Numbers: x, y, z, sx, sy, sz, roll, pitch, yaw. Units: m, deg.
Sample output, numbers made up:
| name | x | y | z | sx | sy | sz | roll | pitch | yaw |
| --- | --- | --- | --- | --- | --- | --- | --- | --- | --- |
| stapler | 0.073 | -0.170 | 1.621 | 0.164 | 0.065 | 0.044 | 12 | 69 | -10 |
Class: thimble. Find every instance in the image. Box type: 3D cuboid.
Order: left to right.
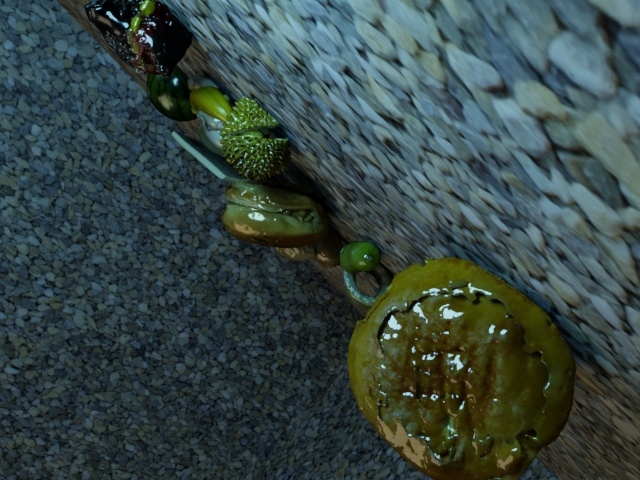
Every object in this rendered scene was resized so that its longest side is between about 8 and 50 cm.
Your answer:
| name | x | y | z | sx | sy | sz | roll | pitch | yaw |
| --- | --- | --- | --- | --- | --- | --- | --- | --- | --- |
| thimble | 0.134 | 0.123 | 1.876 | 0.190 | 0.137 | 0.143 | 54 | 176 | 11 |

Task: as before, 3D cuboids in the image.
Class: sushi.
| name | x | y | z | sx | sy | sz | roll | pitch | yaw |
| --- | --- | --- | --- | --- | --- | --- | --- | --- | --- |
| sushi | -0.356 | -0.426 | 1.289 | 0.151 | 0.153 | 0.172 | 22 | 144 | 22 |

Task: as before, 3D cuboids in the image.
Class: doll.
| name | x | y | z | sx | sy | sz | roll | pitch | yaw |
| --- | --- | --- | --- | --- | --- | --- | --- | --- | --- |
| doll | -0.251 | -0.305 | 1.591 | 0.252 | 0.111 | 0.237 | 46 | 163 | 28 |

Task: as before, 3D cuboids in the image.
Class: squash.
| name | x | y | z | sx | sy | sz | roll | pitch | yaw |
| --- | --- | --- | --- | --- | --- | --- | --- | --- | --- |
| squash | 0.118 | 0.044 | 1.680 | 0.095 | 0.095 | 0.188 | 45 | 170 | -8 |

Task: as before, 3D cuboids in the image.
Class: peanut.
| name | x | y | z | sx | sy | sz | roll | pitch | yaw |
| --- | --- | --- | --- | --- | --- | --- | --- | --- | --- |
| peanut | -0.128 | -0.043 | 1.948 | 0.313 | 0.149 | 0.149 | 37 | 173 | 13 |

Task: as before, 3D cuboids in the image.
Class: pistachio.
| name | x | y | z | sx | sy | sz | roll | pitch | yaw |
| --- | --- | --- | --- | --- | --- | --- | --- | --- | --- |
| pistachio | -0.294 | -0.308 | 1.853 | 0.149 | 0.113 | 0.113 | 46 | 174 | -26 |

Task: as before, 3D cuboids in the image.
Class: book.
| name | x | y | z | sx | sy | sz | roll | pitch | yaw |
| --- | --- | --- | --- | --- | --- | --- | --- | --- | --- |
| book | -0.255 | -0.223 | 1.931 | 0.269 | 0.032 | 0.389 | 40 | -166 | 28 |

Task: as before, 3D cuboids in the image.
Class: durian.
| name | x | y | z | sx | sy | sz | roll | pitch | yaw |
| --- | --- | --- | --- | --- | --- | --- | --- | --- | --- |
| durian | -0.159 | -0.217 | 1.435 | 0.193 | 0.138 | 0.237 | 43 | 176 | 15 |

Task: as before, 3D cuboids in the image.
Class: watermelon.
| name | x | y | z | sx | sy | sz | roll | pitch | yaw |
| --- | --- | --- | --- | --- | --- | --- | --- | --- | --- |
| watermelon | -0.461 | -0.452 | 1.897 | 0.204 | 0.127 | 0.232 | 45 | 170 | 20 |

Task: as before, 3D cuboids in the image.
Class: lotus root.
| name | x | y | z | sx | sy | sz | roll | pitch | yaw |
| --- | --- | --- | --- | --- | --- | --- | --- | --- | --- |
| lotus root | 0.000 | 0.000 | 2.038 | 0.221 | 0.118 | 0.125 | 45 | 160 | 10 |

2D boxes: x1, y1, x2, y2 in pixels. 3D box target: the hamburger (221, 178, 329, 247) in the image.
| name | x | y | z | sx | sy | sz | roll | pitch | yaw |
| --- | --- | --- | --- | --- | --- | --- | --- | --- | --- |
| hamburger | -0.120 | -0.069 | 1.719 | 0.285 | 0.174 | 0.304 | 5 | 176 | 9 |

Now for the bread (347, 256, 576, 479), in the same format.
| name | x | y | z | sx | sy | sz | roll | pitch | yaw |
| --- | --- | --- | --- | --- | --- | --- | --- | --- | --- |
| bread | 0.238 | 0.211 | 1.034 | 0.358 | 0.336 | 0.204 | 43 | -162 | 28 |

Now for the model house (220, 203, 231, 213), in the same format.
| name | x | y | z | sx | sy | sz | roll | pitch | yaw |
| --- | --- | --- | --- | --- | --- | --- | --- | --- | --- |
| model house | -0.160 | -0.098 | 2.150 | 0.268 | 0.173 | 0.239 | 42 | -151 | 3 |
